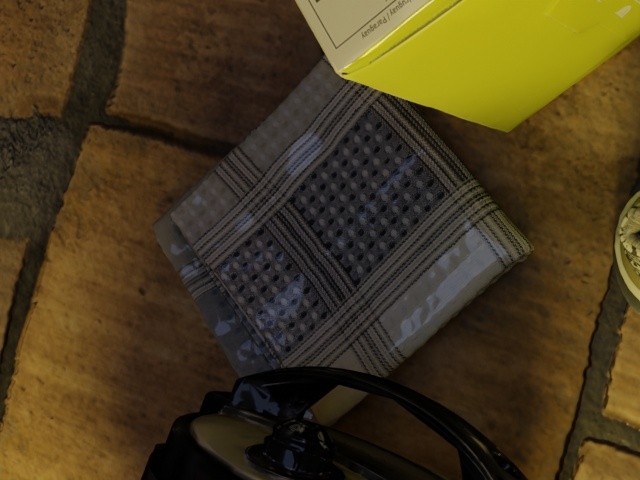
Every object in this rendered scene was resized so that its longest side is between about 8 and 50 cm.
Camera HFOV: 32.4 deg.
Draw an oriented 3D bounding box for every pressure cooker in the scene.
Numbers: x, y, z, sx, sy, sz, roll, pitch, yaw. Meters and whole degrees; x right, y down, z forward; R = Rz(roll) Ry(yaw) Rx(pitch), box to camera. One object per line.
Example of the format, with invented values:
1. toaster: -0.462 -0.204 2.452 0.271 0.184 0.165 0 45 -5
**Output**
1. pressure cooker: 0.002 0.319 0.896 0.370 0.375 0.420 18 90 -2

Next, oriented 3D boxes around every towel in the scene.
1. towel: 0.000 0.000 1.116 0.324 0.056 0.312 -44 69 17

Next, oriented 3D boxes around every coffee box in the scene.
1. coffee box: 0.146 -0.331 0.901 0.338 0.338 0.334 -36 71 25

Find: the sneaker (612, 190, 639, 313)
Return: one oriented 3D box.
1. sneaker: 0.414 -0.028 0.841 0.410 0.182 0.158 -19 77 23
